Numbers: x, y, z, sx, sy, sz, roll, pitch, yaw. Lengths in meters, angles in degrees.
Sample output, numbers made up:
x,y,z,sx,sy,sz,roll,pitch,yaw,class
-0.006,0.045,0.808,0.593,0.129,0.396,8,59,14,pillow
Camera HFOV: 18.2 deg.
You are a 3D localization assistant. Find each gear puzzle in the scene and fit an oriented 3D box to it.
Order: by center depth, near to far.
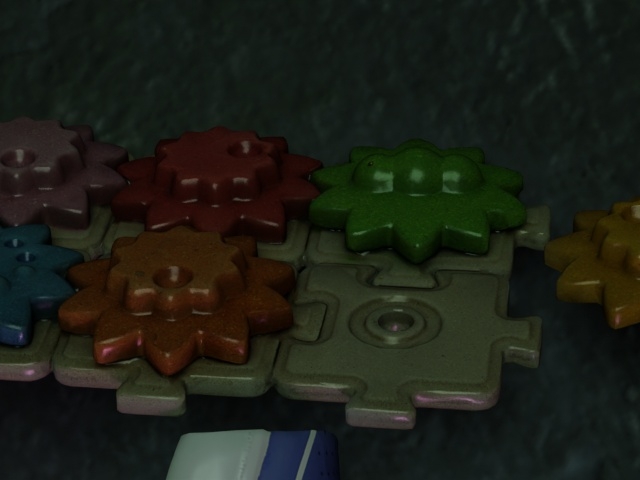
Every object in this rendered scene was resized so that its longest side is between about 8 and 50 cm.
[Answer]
x,y,z,sx,sy,sz,roll,pitch,yaw,class
0.000,0.000,0.740,0.339,0.044,0.175,3,32,7,gear puzzle

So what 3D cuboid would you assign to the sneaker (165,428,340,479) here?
x,y,z,sx,sy,sz,roll,pitch,yaw,class
0.021,0.228,0.691,0.182,0.127,0.315,2,79,2,sneaker
